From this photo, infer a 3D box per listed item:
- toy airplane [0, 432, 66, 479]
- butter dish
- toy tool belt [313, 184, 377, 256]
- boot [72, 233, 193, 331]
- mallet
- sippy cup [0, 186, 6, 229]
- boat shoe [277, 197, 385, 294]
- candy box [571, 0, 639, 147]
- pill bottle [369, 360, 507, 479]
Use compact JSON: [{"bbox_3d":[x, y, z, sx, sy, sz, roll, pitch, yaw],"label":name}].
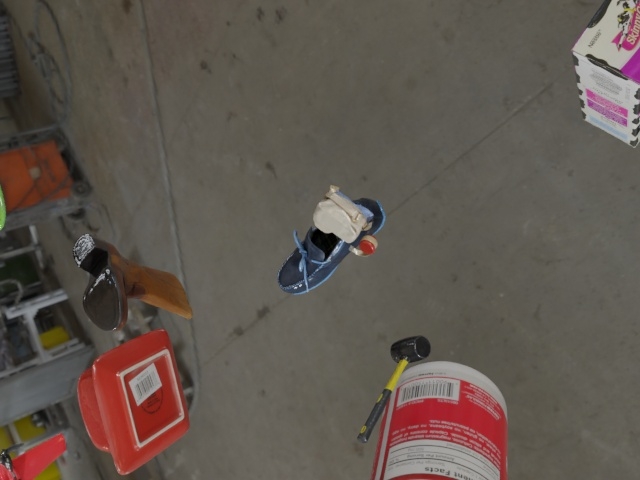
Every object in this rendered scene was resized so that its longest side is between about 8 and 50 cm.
[{"bbox_3d":[-0.352,0.294,0.806,0.028,0.151,0.151,26,129,30],"label":"toy airplane"},{"bbox_3d":[-0.272,0.216,0.958,0.118,0.160,0.160,-9,97,26],"label":"butter dish"},{"bbox_3d":[0.036,-0.026,0.792,0.083,0.051,0.052,35,143,1],"label":"toy tool belt"},{"bbox_3d":[-0.390,0.128,1.521,0.096,0.280,0.264,-48,48,6],"label":"boot"},{"bbox_3d":[0.099,0.220,1.050,0.039,0.190,0.062,45,152,-14],"label":"mallet"},{"bbox_3d":[-0.545,-0.018,0.854,0.240,0.305,0.224,18,113,62],"label":"sippy cup"},{"bbox_3d":[0.000,0.000,1.309,0.258,0.089,0.109,-46,56,20],"label":"boat shoe"},{"bbox_3d":[0.321,-0.196,0.675,0.071,0.233,0.159,37,98,23],"label":"candy box"},{"bbox_3d":[0.194,0.414,1.166,0.228,0.408,0.229,7,124,11],"label":"pill bottle"}]
